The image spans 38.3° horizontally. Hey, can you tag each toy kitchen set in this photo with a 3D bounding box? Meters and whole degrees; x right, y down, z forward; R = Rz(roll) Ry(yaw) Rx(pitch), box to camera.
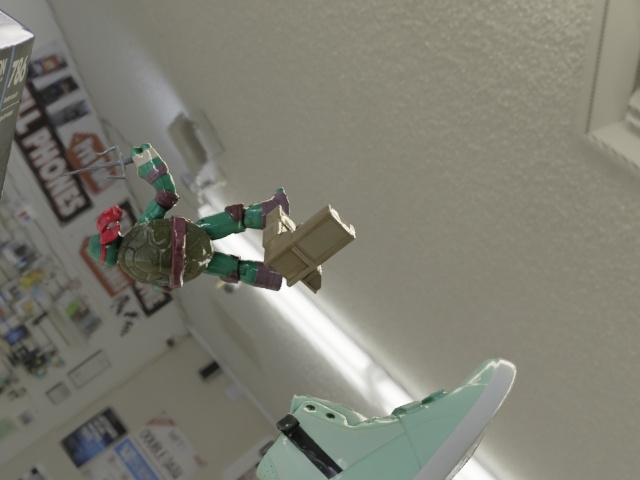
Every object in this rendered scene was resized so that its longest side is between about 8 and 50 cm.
[{"bbox_3d":[0.000,0.000,0.795,0.068,0.075,0.083,44,21,-24],"label":"toy kitchen set"}]

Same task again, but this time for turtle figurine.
[{"bbox_3d":[-0.154,-0.001,0.963,0.118,0.234,0.175,-105,-158,-49],"label":"turtle figurine"}]

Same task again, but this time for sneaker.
[{"bbox_3d":[0.059,0.153,0.806,0.151,0.256,0.094,36,-39,21],"label":"sneaker"}]

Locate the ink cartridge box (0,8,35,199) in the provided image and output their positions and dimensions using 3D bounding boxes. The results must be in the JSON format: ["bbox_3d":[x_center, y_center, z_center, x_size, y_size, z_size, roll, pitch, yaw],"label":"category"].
[{"bbox_3d":[-0.316,-0.086,0.802,0.165,0.065,0.333,-97,-158,-72],"label":"ink cartridge box"}]
